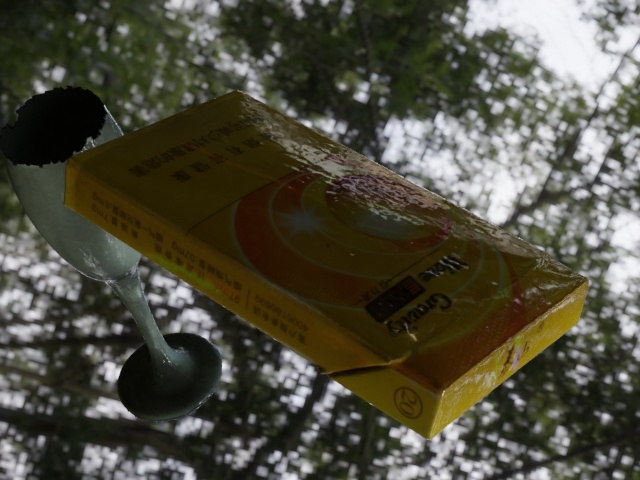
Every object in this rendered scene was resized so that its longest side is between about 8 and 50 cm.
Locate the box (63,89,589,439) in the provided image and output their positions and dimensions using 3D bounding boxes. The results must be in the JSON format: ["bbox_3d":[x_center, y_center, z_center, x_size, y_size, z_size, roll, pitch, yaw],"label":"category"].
[{"bbox_3d":[0.000,0.000,0.779,0.269,0.152,0.043,29,-51,27],"label":"box"}]

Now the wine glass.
[{"bbox_3d":[-0.116,-0.038,1.147,0.096,0.310,0.264,22,-124,32],"label":"wine glass"}]
